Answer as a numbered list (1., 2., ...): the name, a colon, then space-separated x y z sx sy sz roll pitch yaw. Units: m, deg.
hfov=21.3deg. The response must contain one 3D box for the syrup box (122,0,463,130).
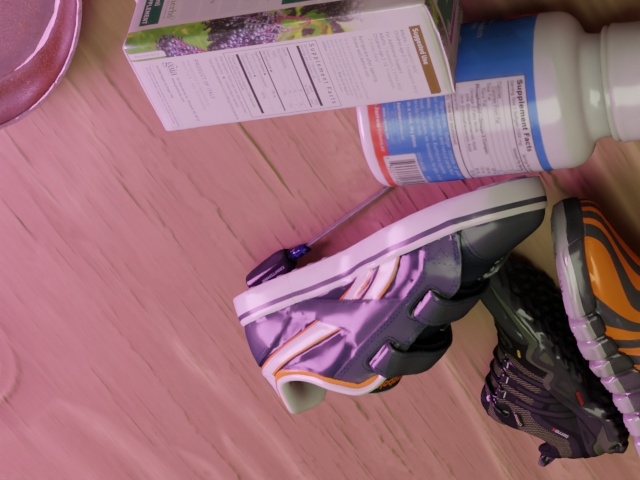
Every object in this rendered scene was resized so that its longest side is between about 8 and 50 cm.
1. syrup box: -0.017 -0.158 1.281 0.236 0.093 0.096 -7 137 18

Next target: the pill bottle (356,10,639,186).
1. pill bottle: 0.147 -0.113 1.329 0.221 0.124 0.124 -6 122 16

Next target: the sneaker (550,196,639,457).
1. sneaker: 0.317 0.067 1.427 0.180 0.125 0.321 -19 128 20

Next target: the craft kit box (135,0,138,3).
1. craft kit box: -0.048 -0.259 1.283 0.249 0.061 0.247 -8 139 19

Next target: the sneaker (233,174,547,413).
1. sneaker: 0.072 0.051 1.424 0.321 0.126 0.127 -27 80 39

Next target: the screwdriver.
1. screwdriver: 0.000 0.000 1.505 0.170 0.024 0.025 -30 83 27

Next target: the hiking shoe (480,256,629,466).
1. hiking shoe: 0.180 0.116 1.500 0.114 0.086 0.227 -24 114 26

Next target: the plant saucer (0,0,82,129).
1. plant saucer: -0.341 -0.228 1.416 0.310 0.050 0.311 7 125 10
